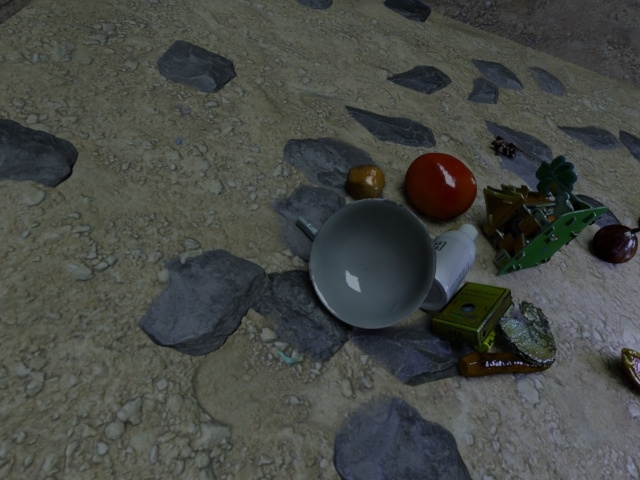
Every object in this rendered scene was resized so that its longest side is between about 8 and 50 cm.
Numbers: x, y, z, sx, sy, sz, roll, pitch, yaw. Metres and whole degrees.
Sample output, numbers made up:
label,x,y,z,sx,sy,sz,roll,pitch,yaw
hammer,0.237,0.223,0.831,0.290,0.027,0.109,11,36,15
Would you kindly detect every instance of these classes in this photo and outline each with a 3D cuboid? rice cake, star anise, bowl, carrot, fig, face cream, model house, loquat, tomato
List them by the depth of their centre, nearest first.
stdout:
label,x,y,z,sx,sy,sz,roll,pitch,yaw
bowl,0.154,0.065,1.255,0.345,0.345,0.157,46,10,18
carrot,0.530,0.345,1.268,0.314,0.066,0.066,4,51,-18
rice cake,0.000,-0.001,1.372,0.033,0.033,0.207,-32,68,-35
face cream,0.399,0.050,1.404,0.145,0.145,0.370,38,49,11
model house,0.682,-0.108,1.496,0.243,0.357,0.312,-12,60,-26
loquat,0.153,-0.200,1.547,0.137,0.113,0.137,0,70,1
tomato,0.431,-0.199,1.598,0.260,0.180,0.259,13,54,-19
fig,1.112,0.007,1.697,0.148,0.202,0.149,29,83,22
star anise,0.843,-0.395,1.986,0.191,0.070,0.097,28,46,0

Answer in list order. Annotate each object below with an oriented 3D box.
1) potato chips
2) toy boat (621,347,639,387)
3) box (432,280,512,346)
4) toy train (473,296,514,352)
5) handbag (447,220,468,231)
label,x,y,z,sx,sy,sz,roll,pitch,yaw
potato chips,0.612,0.266,1.331,0.202,0.029,0.220,42,46,13
toy boat,1.034,0.419,1.376,0.318,0.099,0.141,25,52,-4
box,0.438,0.205,1.300,0.141,0.064,0.220,9,35,44
toy train,0.518,0.238,1.360,0.085,0.053,0.250,47,50,8
handbag,0.491,-0.031,1.583,0.083,0.027,0.061,-21,63,-31
